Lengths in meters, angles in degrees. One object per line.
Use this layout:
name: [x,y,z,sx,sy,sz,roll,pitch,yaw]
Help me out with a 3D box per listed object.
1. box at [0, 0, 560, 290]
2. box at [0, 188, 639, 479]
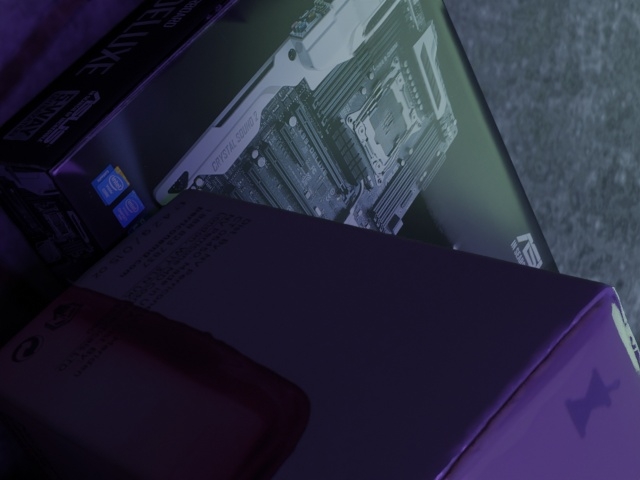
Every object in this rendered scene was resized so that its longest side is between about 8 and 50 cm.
box: [0.000,0.000,0.637,0.242,0.076,0.307,-48,127,-28]
box: [0.003,0.087,0.439,0.127,0.232,0.148,-43,122,-24]
